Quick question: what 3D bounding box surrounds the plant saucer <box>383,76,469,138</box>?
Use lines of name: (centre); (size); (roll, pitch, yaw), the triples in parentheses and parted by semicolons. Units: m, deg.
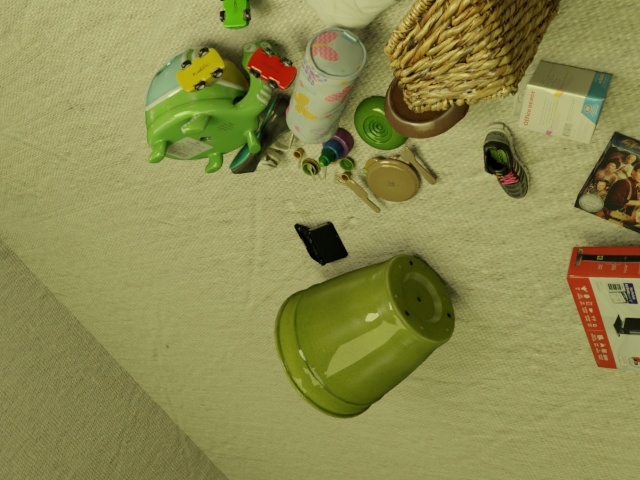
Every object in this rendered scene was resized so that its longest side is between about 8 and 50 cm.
plant saucer: (0.193, -0.270, 1.194); (0.168, 0.168, 0.029); (10, 166, 28)

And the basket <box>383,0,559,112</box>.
basket: (0.205, -0.366, 0.974); (0.213, 0.299, 0.223); (-2, 132, 39)

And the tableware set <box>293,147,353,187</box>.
tableware set: (0.006, -0.179, 1.532); (0.154, 0.024, 0.104); (23, 140, 15)

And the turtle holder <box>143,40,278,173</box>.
turtle holder: (-0.253, -0.308, 1.406); (0.320, 0.243, 0.227); (-36, 61, 56)

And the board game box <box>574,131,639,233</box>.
board game box: (0.616, -0.081, 1.177); (0.243, 0.042, 0.165); (24, 140, 13)

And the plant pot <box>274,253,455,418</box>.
plant pot: (0.132, 0.214, 1.628); (0.366, 0.366, 0.353); (43, 129, -11)

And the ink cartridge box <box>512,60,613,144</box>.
ink cartridge box: (0.413, -0.243, 1.117); (0.143, 0.090, 0.092); (19, 139, 20)

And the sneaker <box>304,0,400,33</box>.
sneaker: (0.015, -0.492, 1.113); (0.292, 0.108, 0.169); (32, 145, -34)

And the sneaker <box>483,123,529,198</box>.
sneaker: (0.360, -0.142, 1.272); (0.063, 0.075, 0.170); (-4, 128, 39)

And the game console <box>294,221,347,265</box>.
game console: (0.000, 0.000, 1.732); (0.107, 0.071, 0.122); (32, 154, 57)

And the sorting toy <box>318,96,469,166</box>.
sorting toy: (0.124, -0.219, 1.324); (0.365, 0.126, 0.127); (-15, 120, 43)

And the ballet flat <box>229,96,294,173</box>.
ballet flat: (-0.127, -0.223, 1.532); (0.096, 0.095, 0.280); (30, 143, -14)

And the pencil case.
pencil case: (0.009, -0.297, 1.275); (0.113, 0.124, 0.273); (49, 161, 7)

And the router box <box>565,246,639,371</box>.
router box: (0.687, 0.147, 1.294); (0.301, 0.082, 0.335); (-1, 138, 37)

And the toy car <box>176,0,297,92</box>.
toy car: (-0.163, -0.400, 1.280); (0.239, 0.225, 0.053); (-1, 176, 5)

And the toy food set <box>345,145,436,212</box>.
toy food set: (0.162, -0.142, 1.455); (0.132, 0.038, 0.192); (43, 136, -22)
